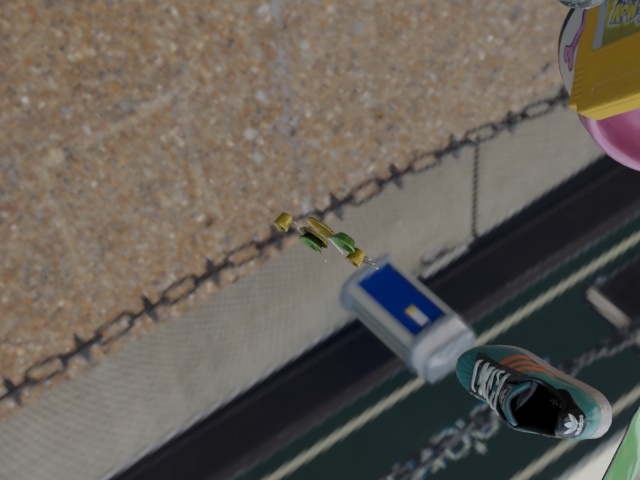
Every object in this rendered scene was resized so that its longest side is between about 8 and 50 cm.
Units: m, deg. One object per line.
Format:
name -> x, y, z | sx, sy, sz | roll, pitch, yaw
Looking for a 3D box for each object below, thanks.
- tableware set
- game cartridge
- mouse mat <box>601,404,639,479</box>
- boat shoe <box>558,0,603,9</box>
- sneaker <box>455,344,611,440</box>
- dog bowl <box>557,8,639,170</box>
tableware set -> 0.000, 0.000, 1.541 | 0.024, 0.154, 0.104 | -55, 139, -12
game cartridge -> 0.460, -0.339, 1.589 | 0.053, 0.285, 0.323 | 20, 76, -21
mouse mat -> 0.352, 0.306, 1.404 | 0.189, 0.007, 0.152 | -52, 146, -33
boat shoe -> 0.146, -0.322, 0.928 | 0.121, 0.335, 0.119 | -19, 154, 17
sneaker -> 0.316, 0.239, 1.877 | 0.121, 0.302, 0.108 | 5, 99, -41
dog bowl -> 0.588, -0.268, 1.854 | 0.408, 0.150, 0.408 | 4, 139, 3
